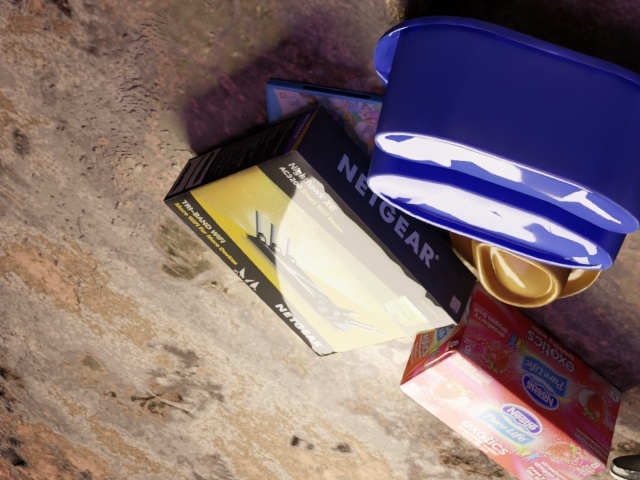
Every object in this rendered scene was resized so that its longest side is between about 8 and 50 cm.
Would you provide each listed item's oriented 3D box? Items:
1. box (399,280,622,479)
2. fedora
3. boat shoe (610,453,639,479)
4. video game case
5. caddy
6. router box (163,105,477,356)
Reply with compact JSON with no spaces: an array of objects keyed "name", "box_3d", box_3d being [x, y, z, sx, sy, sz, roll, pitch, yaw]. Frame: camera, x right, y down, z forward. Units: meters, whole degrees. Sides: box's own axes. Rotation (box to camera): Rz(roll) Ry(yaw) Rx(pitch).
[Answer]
[{"name":"box","box_3d":[0.242,0.189,1.703,0.257,0.128,0.122,38,136,-15]},{"name":"fedora","box_3d":[0.232,0.017,1.572,0.194,0.079,0.194,13,136,12]},{"name":"boat shoe","box_3d":[0.446,0.293,1.779,0.133,0.049,0.042,-2,126,22]},{"name":"video game case","box_3d":[0.020,-0.125,1.570,0.166,0.015,0.119,11,136,14]},{"name":"caddy","box_3d":[0.206,-0.112,1.389,0.341,0.179,0.241,20,161,4]},{"name":"router box","box_3d":[0.000,0.000,1.633,0.243,0.081,0.309,-18,125,44]}]
